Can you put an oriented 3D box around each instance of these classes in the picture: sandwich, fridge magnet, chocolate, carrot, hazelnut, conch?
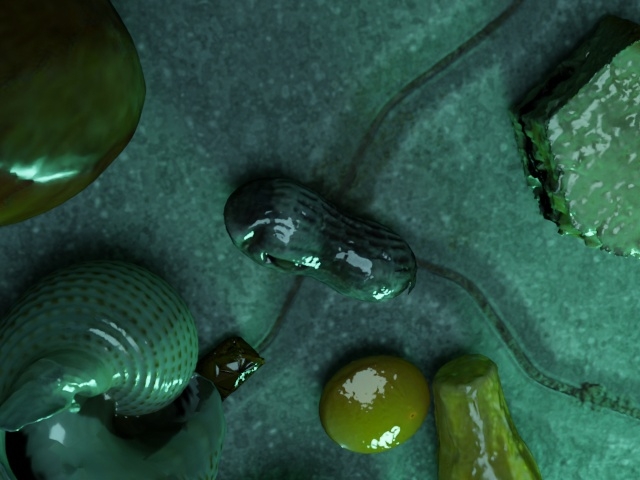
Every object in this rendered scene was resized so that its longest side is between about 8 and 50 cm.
[{"bbox_3d":[0.380,-0.116,1.603,0.325,0.131,0.262,11,112,-19],"label":"sandwich"},{"bbox_3d":[0.067,0.202,1.712,0.143,0.063,0.143,-5,116,-9],"label":"fridge magnet"},{"bbox_3d":[0.000,0.000,1.587,0.248,0.110,0.110,26,106,-24],"label":"chocolate"},{"bbox_3d":[-0.165,0.201,1.665,0.228,0.069,0.069,-43,115,7],"label":"carrot"},{"bbox_3d":[0.235,0.349,1.777,0.162,0.162,0.445,-16,111,-5],"label":"chocolate"},{"bbox_3d":[-0.359,-0.172,1.326,0.365,0.366,0.366,-5,114,-10],"label":"hazelnut"},{"bbox_3d":[-0.264,0.185,1.511,0.319,0.215,0.303,-27,99,-45],"label":"conch"}]
